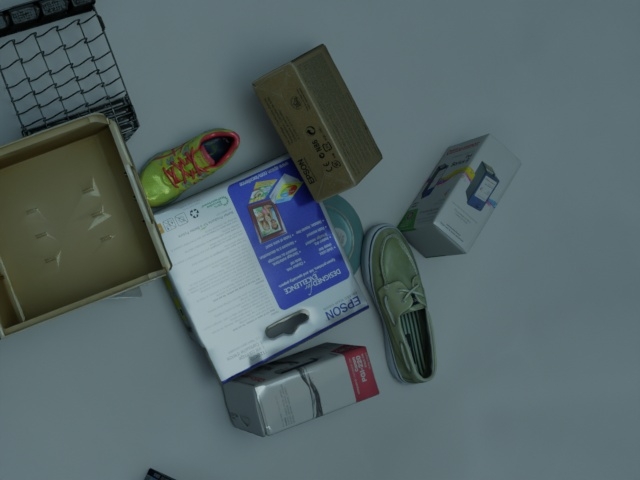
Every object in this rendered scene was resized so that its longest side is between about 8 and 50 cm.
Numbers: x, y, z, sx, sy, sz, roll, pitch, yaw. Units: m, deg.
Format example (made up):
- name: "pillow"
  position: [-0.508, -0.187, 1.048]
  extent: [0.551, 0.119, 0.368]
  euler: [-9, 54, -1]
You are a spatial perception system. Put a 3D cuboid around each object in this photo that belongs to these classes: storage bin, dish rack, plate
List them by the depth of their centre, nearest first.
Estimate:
- name: "storage bin"
  position: [-0.389, -0.024, 1.618]
  extent: [0.260, 0.123, 0.262]
  euler: [-21, 89, -4]
- name: "dish rack"
  position: [-0.418, -0.260, 1.735]
  extent: [0.208, 0.074, 0.271]
  euler: [-23, 98, -23]
- name: "plate"
  position: [0.000, 0.000, 1.934]
  extent: [0.188, 0.024, 0.188]
  euler: [2, 85, -24]

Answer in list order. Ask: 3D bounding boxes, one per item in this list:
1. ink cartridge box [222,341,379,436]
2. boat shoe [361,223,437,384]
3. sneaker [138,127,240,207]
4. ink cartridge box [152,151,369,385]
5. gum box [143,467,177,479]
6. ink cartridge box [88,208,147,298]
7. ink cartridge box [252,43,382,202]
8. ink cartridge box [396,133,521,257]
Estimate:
- name: "ink cartridge box"
  position: [-0.037, 0.248, 1.824]
  extent: [0.218, 0.158, 0.092]
  euler: [-19, 96, -25]
- name: "boat shoe"
  position: [0.156, 0.114, 1.958]
  extent: [0.109, 0.094, 0.302]
  euler: [-16, 94, -26]
- name: "sneaker"
  position: [-0.220, -0.130, 1.802]
  extent: [0.208, 0.094, 0.081]
  euler: [-40, 104, -21]
- name: "ink cartridge box"
  position: [-0.112, 0.042, 1.841]
  extent: [0.304, 0.072, 0.307]
  euler: [-26, 97, -20]
- name: "gum box"
  position: [-0.185, 0.433, 1.744]
  extent: [0.184, 0.157, 0.041]
  euler: [30, 75, -20]
- name: "ink cartridge box"
  position: [-0.336, 0.023, 1.739]
  extent: [0.092, 0.090, 0.143]
  euler: [-1, 88, -25]
- name: "ink cartridge box"
  position: [0.000, -0.205, 1.859]
  extent: [0.234, 0.088, 0.193]
  euler: [62, 23, -8]
- name: "ink cartridge box"
  position: [0.253, -0.080, 1.984]
  extent: [0.093, 0.154, 0.212]
  euler: [40, 72, -15]
